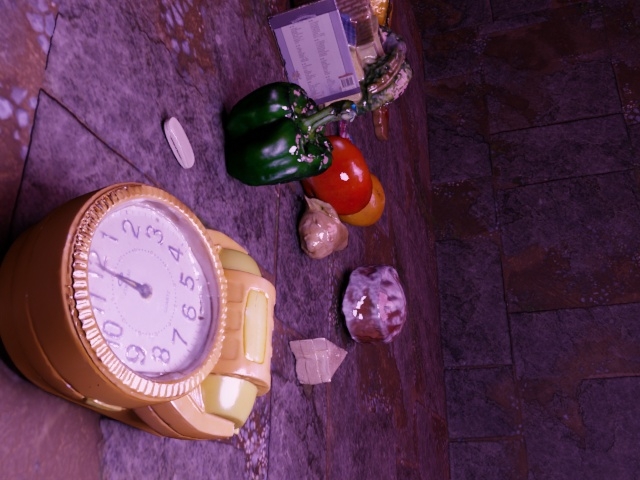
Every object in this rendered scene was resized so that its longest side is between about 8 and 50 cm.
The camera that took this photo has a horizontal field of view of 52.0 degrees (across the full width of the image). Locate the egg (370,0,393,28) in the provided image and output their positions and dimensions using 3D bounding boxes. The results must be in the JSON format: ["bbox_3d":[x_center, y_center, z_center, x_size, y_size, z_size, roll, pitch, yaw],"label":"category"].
[{"bbox_3d":[0.110,-0.725,1.930,0.337,0.201,0.337,-173,-90,-86],"label":"egg"}]

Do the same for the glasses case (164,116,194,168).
[{"bbox_3d":[-0.215,-0.148,1.001,0.032,0.021,0.083,-74,150,-49],"label":"glasses case"}]

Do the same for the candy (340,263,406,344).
[{"bbox_3d":[0.151,0.170,1.765,0.289,0.157,0.214,-15,101,-71],"label":"candy"}]

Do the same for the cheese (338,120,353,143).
[{"bbox_3d":[0.069,-0.293,1.890,0.095,0.038,0.145,-8,91,-72],"label":"cheese"}]

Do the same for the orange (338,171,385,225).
[{"bbox_3d":[0.096,-0.111,1.740,0.159,0.136,0.159,36,45,-49],"label":"orange"}]

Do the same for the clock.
[{"bbox_3d":[-0.196,0.082,0.721,0.317,0.200,0.244,41,41,-52],"label":"clock"}]

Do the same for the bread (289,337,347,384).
[{"bbox_3d":[-0.001,0.231,1.408,0.152,0.077,0.105,-46,127,-69],"label":"bread"}]

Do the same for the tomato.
[{"bbox_3d":[0.033,-0.145,1.515,0.195,0.136,0.195,50,-18,23],"label":"tomato"}]

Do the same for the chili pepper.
[{"bbox_3d":[-0.044,-0.185,1.160,0.165,0.261,0.173,42,39,-56],"label":"chili pepper"}]

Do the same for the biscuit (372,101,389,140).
[{"bbox_3d":[0.223,-0.523,2.447,0.183,0.047,0.319,65,24,-49],"label":"biscuit"}]

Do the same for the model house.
[{"bbox_3d":[0.071,-0.506,1.642,0.266,0.261,0.321,61,23,-43],"label":"model house"}]

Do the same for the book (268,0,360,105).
[{"bbox_3d":[-0.011,-0.428,1.517,0.026,0.157,0.231,-95,168,-58],"label":"book"}]

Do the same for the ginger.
[{"bbox_3d":[0.002,0.000,1.510,0.122,0.115,0.193,-66,157,-22],"label":"ginger"}]
